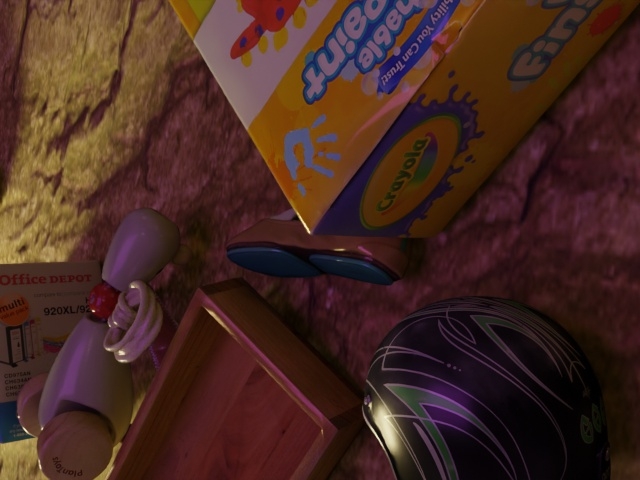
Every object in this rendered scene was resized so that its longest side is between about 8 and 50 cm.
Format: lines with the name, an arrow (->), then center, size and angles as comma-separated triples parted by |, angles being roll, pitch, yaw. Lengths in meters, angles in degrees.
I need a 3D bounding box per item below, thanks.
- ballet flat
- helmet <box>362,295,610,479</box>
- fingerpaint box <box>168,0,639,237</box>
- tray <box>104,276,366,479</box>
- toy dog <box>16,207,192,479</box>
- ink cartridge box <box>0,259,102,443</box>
ballet flat -> 0.000, 0.000, 0.814 | 0.232, 0.080, 0.073 | 4, 65, 44
helmet -> 0.118, 0.120, 0.612 | 0.169, 0.169, 0.161 | -28, 86, 43
fingerpaint box -> 0.078, -0.282, 0.652 | 0.444, 0.163, 0.371 | -53, 53, 32
tray -> -0.121, 0.262, 0.902 | 0.203, 0.076, 0.410 | 42, 120, 24
toy dog -> -0.226, 0.143, 0.990 | 0.333, 0.161, 0.220 | -51, 38, 23
ink cartridge box -> -0.408, 0.154, 1.155 | 0.168, 0.171, 0.232 | -16, 79, 45
